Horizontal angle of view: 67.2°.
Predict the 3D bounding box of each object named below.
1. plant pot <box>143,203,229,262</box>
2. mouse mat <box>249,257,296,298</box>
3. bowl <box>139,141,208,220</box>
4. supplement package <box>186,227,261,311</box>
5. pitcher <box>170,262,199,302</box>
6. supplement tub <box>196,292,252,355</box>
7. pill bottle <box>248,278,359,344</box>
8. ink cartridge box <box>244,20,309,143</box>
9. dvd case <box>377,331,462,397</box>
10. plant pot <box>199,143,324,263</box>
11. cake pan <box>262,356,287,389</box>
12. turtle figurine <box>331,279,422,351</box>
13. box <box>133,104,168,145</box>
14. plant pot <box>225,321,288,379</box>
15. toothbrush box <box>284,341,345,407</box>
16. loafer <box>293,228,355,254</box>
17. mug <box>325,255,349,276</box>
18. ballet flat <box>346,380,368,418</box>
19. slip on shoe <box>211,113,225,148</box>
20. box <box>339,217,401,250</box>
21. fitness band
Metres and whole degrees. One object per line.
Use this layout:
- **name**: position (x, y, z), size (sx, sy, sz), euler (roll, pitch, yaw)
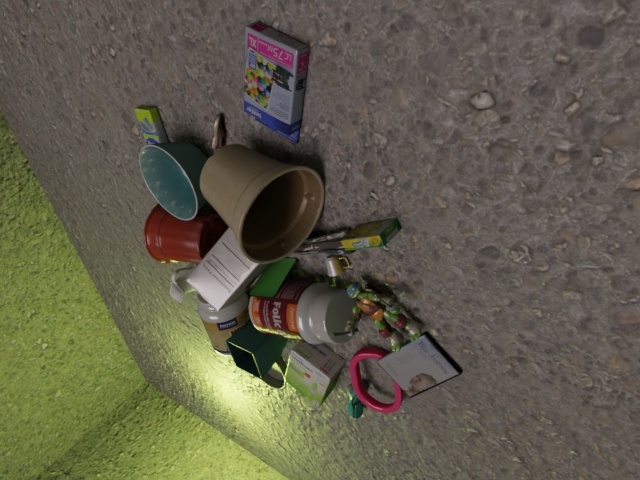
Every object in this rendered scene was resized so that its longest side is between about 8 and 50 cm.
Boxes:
- **plant pot**: position (-0.526, -0.021, 1.973), size (0.264, 0.272, 0.273), euler (9, 128, 29)
- **mouse mat**: position (-0.180, 0.138, 1.819), size (0.152, 0.190, 0.007), euler (0, 139, 45)
- **bowl**: position (-0.520, -0.251, 1.828), size (0.311, 0.163, 0.312), euler (26, 138, 26)
- **supplement package**: position (-0.322, 0.091, 1.807), size (0.175, 0.177, 0.293), euler (43, 104, 6)
- **pitcher**: position (-0.599, 0.163, 2.225), size (0.125, 0.207, 0.178), euler (32, 139, 20)
- **supplement tub**: position (-0.422, 0.342, 2.191), size (0.228, 0.228, 0.316), euler (16, 132, 35)
- **pill bottle**: position (-0.063, 0.259, 1.773), size (0.392, 0.224, 0.224), euler (0, 122, 44)
- **ink cartridge box**: position (-0.135, -0.435, 1.381), size (0.185, 0.065, 0.311), euler (32, 141, 20)
- **dvd case**: position (0.336, 0.434, 1.661), size (0.180, 0.022, 0.253), euler (47, 130, 1)
- **plant pot**: position (-0.210, -0.147, 1.526), size (0.305, 0.333, 0.334), euler (37, 142, 32)
- **cake pan**: position (-0.271, 0.624, 2.430), size (0.293, 0.054, 0.293), euler (26, 137, 27)
- **turtle figurine**: position (0.181, 0.267, 1.539), size (0.266, 0.198, 0.275), euler (37, -173, -13)
- **box**: position (-0.662, -0.439, 1.903), size (0.109, 0.042, 0.178), euler (16, 131, 35)
- **plant pot**: position (-0.259, 0.446, 2.117), size (0.165, 0.234, 0.166), euler (14, 132, 36)
- **toothbrush box**: position (-0.031, 0.566, 2.094), size (0.206, 0.122, 0.283), euler (34, 139, 17)
- **loafer**: position (0.000, 0.000, 1.617), size (0.267, 0.096, 0.084), euler (1, 103, 36)
- **mug**: position (0.054, 0.079, 1.653), size (0.062, 0.078, 0.064), euler (-147, 35, -74)
- **ballet flat**: position (0.143, 0.660, 2.043), size (0.087, 0.083, 0.247), euler (38, 142, 35)
- **slip on shoe**: position (-0.348, -0.372, 1.659), size (0.041, 0.051, 0.135), euler (8, 131, -13)
- **box**: position (0.141, -0.016, 1.436), size (0.179, 0.105, 0.043), euler (-6, 117, 47)
- **fitness band**: position (0.216, 0.539, 1.843), size (0.208, 0.054, 0.291), euler (4, 119, 28)
